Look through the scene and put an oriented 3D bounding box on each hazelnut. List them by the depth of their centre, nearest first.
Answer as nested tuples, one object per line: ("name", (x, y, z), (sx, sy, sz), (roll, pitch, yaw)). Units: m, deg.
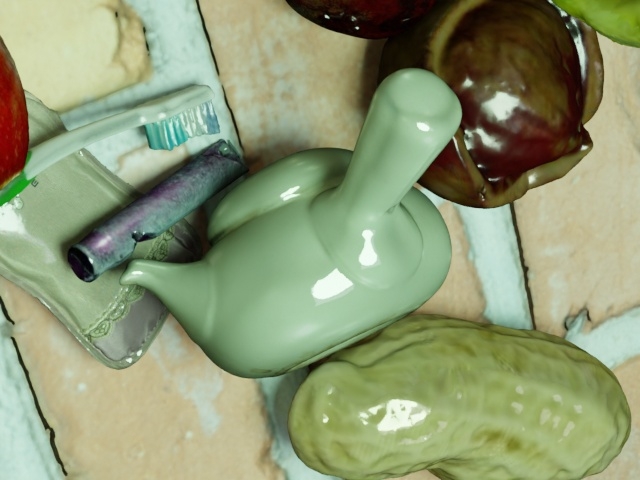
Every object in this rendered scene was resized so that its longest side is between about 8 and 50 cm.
("hazelnut", (0.133, -0.123, 1.343), (0.202, 0.160, 0.170), (-49, 136, -9))

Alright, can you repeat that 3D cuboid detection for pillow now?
("pillow", (-0.189, -0.009, 1.284), (0.232, 0.038, 0.131), (43, 75, -31))

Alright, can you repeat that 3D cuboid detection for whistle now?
("whistle", (-0.120, -0.024, 1.293), (0.176, 0.033, 0.033), (-38, 123, -36))

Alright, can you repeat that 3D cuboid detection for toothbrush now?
("toothbrush", (-0.242, -0.031, 1.198), (0.418, 0.042, 0.040), (-24, 110, -32))

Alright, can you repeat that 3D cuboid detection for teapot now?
("teapot", (0.025, -0.010, 1.269), (0.220, 0.318, 0.149), (-20, 81, -57))

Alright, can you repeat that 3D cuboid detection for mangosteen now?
("mangosteen", (0.031, -0.221, 1.289), (0.140, 0.140, 0.140), (-9, 111, -25))

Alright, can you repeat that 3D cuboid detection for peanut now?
("peanut", (0.115, 0.142, 1.445), (0.325, 0.140, 0.153), (2, 123, -27))

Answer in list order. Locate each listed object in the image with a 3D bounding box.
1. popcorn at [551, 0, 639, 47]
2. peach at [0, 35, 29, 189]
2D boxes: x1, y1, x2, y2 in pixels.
("popcorn", (0.222, -0.293, 1.268), (0.321, 0.290, 0.326), (-15, 91, -6))
("peach", (-0.270, -0.092, 1.083), (0.158, 0.267, 0.154), (-24, 102, -21))
